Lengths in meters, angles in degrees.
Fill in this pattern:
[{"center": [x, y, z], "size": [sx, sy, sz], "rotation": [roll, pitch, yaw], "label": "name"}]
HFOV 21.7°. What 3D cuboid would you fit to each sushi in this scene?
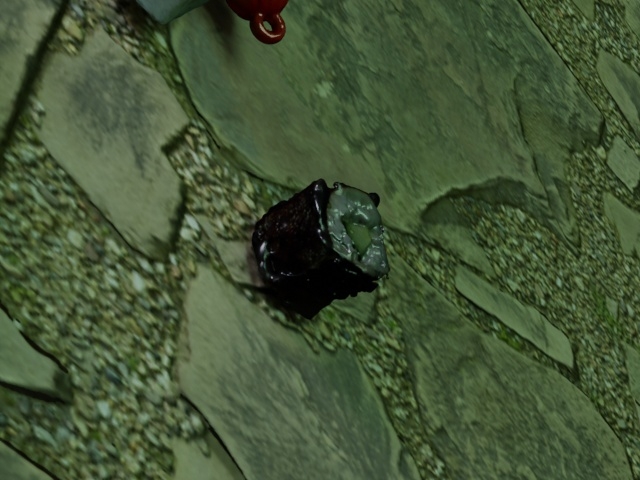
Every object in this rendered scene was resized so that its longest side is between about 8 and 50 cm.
[{"center": [0.000, 0.001, 1.312], "size": [0.094, 0.084, 0.098], "rotation": [32, 40, -39], "label": "sushi"}]

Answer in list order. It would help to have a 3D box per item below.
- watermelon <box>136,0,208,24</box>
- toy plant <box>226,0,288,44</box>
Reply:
[{"center": [-0.019, -0.348, 1.234], "size": [0.228, 0.387, 0.258], "rotation": [50, -8, -7], "label": "watermelon"}, {"center": [-0.062, -0.290, 1.404], "size": [0.154, 0.088, 0.240], "rotation": [-35, 93, -41], "label": "toy plant"}]
